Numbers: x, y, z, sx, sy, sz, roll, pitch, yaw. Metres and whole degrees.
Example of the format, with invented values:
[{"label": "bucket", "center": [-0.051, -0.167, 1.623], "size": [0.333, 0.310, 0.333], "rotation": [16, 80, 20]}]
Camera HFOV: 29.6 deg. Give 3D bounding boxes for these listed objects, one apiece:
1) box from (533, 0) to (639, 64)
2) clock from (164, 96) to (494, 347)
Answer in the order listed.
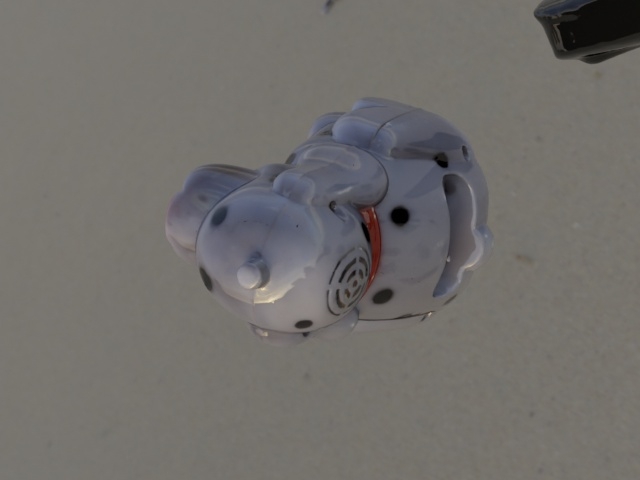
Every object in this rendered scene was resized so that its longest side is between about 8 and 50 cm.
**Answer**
[{"label": "box", "center": [0.354, -0.230, 0.967], "size": [0.290, 0.073, 0.289], "rotation": [-28, 11, -37]}, {"label": "clock", "center": [-0.001, -0.001, 0.878], "size": [0.188, 0.254, 0.189], "rotation": [7, 104, 30]}]
